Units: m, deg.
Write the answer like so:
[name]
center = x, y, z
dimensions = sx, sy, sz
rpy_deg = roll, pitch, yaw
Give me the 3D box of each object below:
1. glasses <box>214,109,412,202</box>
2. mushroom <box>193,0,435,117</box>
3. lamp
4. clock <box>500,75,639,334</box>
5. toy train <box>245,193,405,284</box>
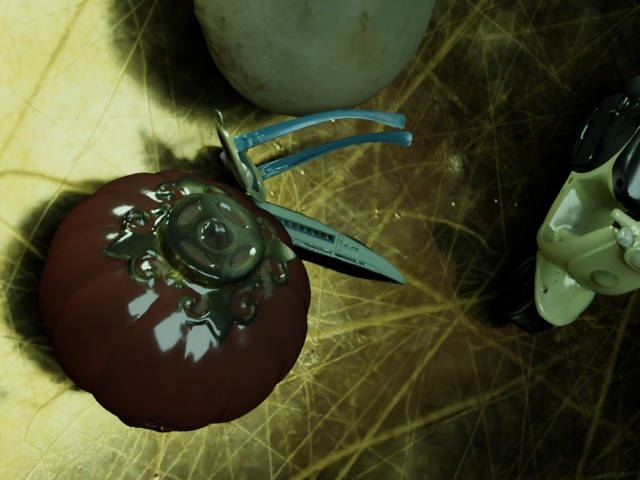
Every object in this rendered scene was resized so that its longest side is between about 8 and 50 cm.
[glasses]
center = -0.007, -0.094, 1.573
dimensions = 0.220, 0.189, 0.088
rpy_deg = -1, 82, 6
[mushroom]
center = -0.027, -0.326, 1.575
dimensions = 0.362, 0.294, 0.362
rpy_deg = -23, 118, -53
[lamp]
center = -0.159, 0.064, 1.513
dimensions = 0.303, 0.257, 0.303
rpy_deg = 15, 49, -18
[clock]
center = 0.383, -0.053, 1.747
dimensions = 0.120, 0.276, 0.379
rpy_deg = 31, 76, -19
[toy train]
center = 0.000, 0.001, 1.700
dimensions = 0.251, 0.055, 0.048
rpy_deg = 20, 74, -23
